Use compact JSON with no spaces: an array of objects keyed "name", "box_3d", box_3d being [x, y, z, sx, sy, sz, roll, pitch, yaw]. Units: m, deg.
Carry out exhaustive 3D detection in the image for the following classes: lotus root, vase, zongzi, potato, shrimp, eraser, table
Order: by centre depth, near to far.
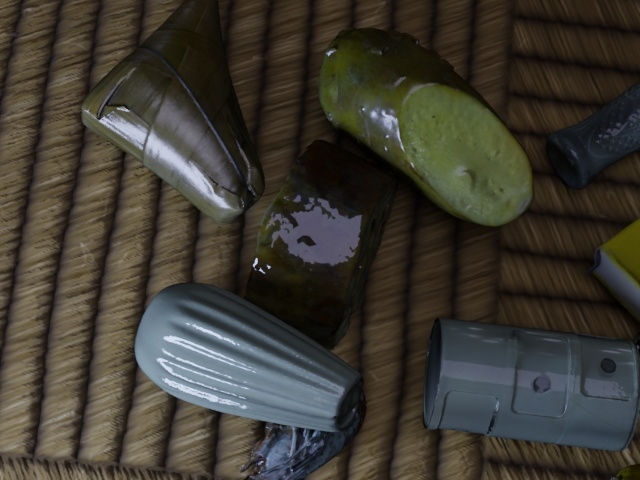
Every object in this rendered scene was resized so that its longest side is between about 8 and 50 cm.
[{"name":"vase","box_3d":[-0.073,0.131,1.432,0.248,0.128,0.128,20,73,22]},{"name":"shrimp","box_3d":[-0.036,0.228,1.452,0.233,0.090,0.079,-37,100,-27]},{"name":"table","box_3d":[0.230,0.158,1.480,0.220,0.126,0.126,7,74,-2]},{"name":"lotus root","box_3d":[0.000,0.000,1.510,0.119,0.138,0.234,19,79,11]},{"name":"potato","box_3d":[0.123,-0.133,1.524,0.298,0.176,0.141,37,98,10]},{"name":"eraser","box_3d":[0.443,0.018,1.541,0.226,0.069,0.158,-33,62,-18]},{"name":"zongzi","box_3d":[-0.118,-0.165,1.558,0.228,0.115,0.256,38,64,2]},{"name":"vase","box_3d":[0.376,-0.145,1.597,0.219,0.096,0.096,-31,79,-10]}]

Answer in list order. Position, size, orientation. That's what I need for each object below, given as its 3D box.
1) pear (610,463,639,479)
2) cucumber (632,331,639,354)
[{"name":"pear","box_3d":[0.370,0.297,1.464,0.131,0.107,0.107,40,75,-3]},{"name":"cucumber","box_3d":[0.419,0.182,1.527,0.058,0.058,0.187,-43,83,-14]}]
